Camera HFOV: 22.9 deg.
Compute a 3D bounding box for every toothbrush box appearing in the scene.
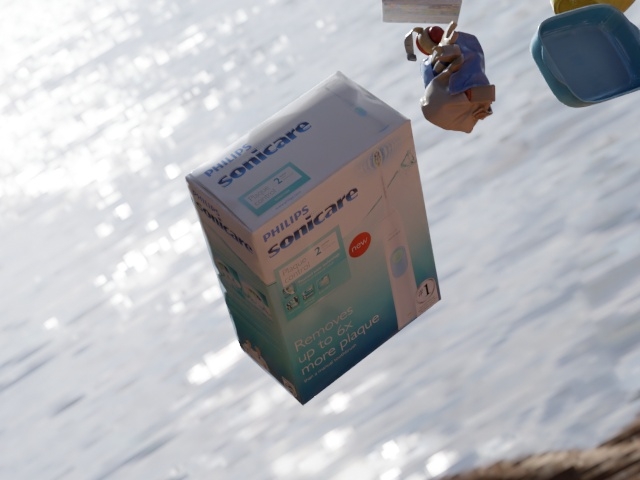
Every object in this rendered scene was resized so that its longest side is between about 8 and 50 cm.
[{"bbox_3d":[0.000,0.000,1.715,0.216,0.295,0.126,-36,50,-20],"label":"toothbrush box"}]

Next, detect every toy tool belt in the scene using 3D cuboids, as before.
[{"bbox_3d":[0.092,-0.116,1.045,0.052,0.083,0.051,5,-31,-34],"label":"toy tool belt"}]

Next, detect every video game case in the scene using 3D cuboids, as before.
[{"bbox_3d":[0.112,-0.257,1.756,0.087,0.011,0.122,2,-2,3],"label":"video game case"}]

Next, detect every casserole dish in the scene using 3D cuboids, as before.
[{"bbox_3d":[0.305,-0.205,1.789,0.188,0.114,0.037,-20,-12,-41],"label":"casserole dish"}]

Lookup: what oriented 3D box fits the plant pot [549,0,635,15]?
[{"bbox_3d":[0.341,-0.320,1.994,0.134,0.134,0.095,-17,41,46],"label":"plant pot"}]
